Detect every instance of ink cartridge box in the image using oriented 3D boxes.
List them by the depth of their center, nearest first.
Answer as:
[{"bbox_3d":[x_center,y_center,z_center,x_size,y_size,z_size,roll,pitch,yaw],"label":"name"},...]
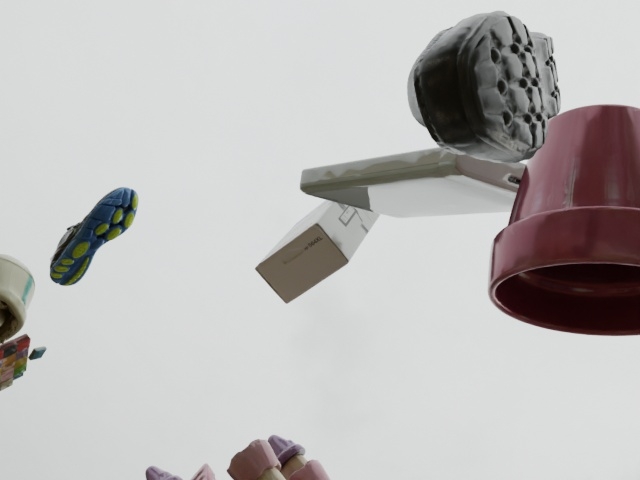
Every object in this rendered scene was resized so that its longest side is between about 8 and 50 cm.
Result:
[{"bbox_3d":[0.000,0.000,1.200,0.148,0.203,0.086,-36,-81,31],"label":"ink cartridge box"}]

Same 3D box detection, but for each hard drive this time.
[{"bbox_3d":[0.140,-0.071,0.942,0.307,0.203,0.040,-2,-102,55],"label":"hard drive"}]

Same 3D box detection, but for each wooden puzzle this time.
[{"bbox_3d":[-0.223,0.090,0.483,0.006,0.083,0.049,43,-47,19],"label":"wooden puzzle"}]

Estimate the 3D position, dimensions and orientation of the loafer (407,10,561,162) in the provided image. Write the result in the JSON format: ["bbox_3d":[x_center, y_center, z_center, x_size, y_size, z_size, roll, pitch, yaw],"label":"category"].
[{"bbox_3d":[0.085,-0.081,0.396,0.078,0.223,0.076,-8,-79,24],"label":"loafer"}]

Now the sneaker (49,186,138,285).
[{"bbox_3d":[-0.360,-0.016,1.110,0.188,0.078,0.067,-48,-45,6],"label":"sneaker"}]

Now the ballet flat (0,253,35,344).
[{"bbox_3d":[-0.326,0.100,0.535,0.248,0.086,0.086,-35,-82,-5],"label":"ballet flat"}]

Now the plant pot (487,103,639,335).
[{"bbox_3d":[0.270,-0.022,0.691,0.201,0.180,0.201,9,-23,4],"label":"plant pot"}]

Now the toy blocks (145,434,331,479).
[{"bbox_3d":[-0.151,0.374,0.917,0.288,0.309,0.260,-49,-117,5],"label":"toy blocks"}]
